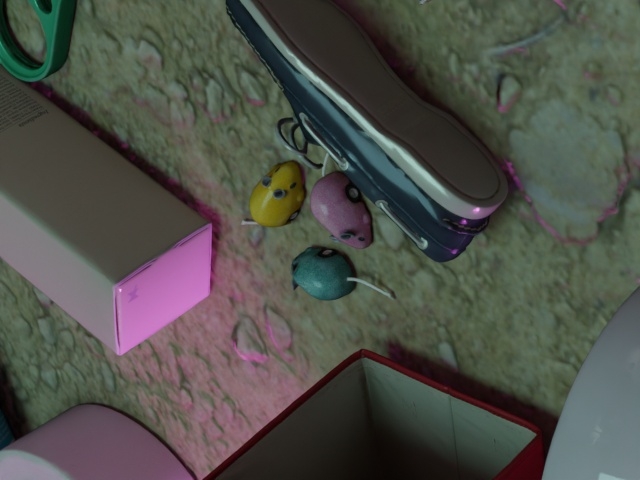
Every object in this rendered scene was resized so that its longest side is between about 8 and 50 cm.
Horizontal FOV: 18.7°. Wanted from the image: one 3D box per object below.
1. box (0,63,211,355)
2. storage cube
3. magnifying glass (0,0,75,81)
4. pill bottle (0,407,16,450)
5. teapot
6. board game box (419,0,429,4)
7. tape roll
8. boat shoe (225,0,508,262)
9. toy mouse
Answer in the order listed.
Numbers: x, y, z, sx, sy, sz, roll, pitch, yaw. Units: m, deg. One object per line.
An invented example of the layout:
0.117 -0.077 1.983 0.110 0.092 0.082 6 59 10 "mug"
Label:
-0.223 -0.031 1.649 0.275 0.113 0.094 38 145 28 "box"
0.051 0.231 1.441 0.183 0.215 0.193 22 136 38 "storage cube"
-0.222 -0.204 1.608 0.092 0.026 0.231 58 142 2 "magnifying glass"
-0.397 0.183 1.965 0.146 0.146 0.264 -11 106 51 "pill bottle"
0.258 0.145 1.132 0.187 0.256 0.252 21 119 30 "teapot"
0.098 -0.318 1.069 0.232 0.141 0.291 -24 95 53 "board game box"
-0.204 0.303 1.864 0.286 0.100 0.286 28 132 35 "tape roll"
0.020 -0.091 1.356 0.254 0.095 0.079 42 129 8 "boat shoe"
0.000 0.000 1.484 0.143 0.031 0.161 49 142 13 "toy mouse"
